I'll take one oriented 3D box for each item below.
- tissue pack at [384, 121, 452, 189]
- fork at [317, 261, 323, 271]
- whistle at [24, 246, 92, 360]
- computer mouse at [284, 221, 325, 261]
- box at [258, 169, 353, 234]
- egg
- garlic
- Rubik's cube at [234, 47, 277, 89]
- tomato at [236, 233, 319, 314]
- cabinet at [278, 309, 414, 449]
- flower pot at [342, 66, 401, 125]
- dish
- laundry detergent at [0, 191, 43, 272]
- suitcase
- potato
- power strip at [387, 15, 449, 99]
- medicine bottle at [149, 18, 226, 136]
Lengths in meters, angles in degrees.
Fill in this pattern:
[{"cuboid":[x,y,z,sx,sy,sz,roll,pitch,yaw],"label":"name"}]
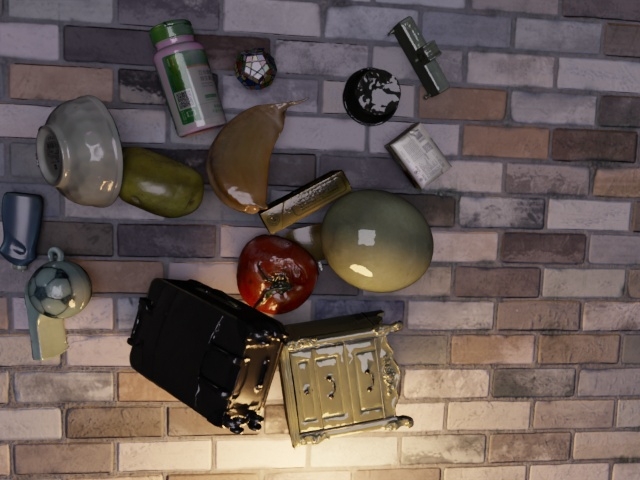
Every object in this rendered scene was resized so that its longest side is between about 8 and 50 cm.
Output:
[{"cuboid":[0.261,-0.227,1.686,0.106,0.099,0.148,-37,99,0],"label":"tissue pack"},{"cuboid":[-0.011,0.032,1.724,0.016,0.012,0.115,-17,103,-1],"label":"fork"},{"cuboid":[-0.654,0.158,1.582,0.164,0.163,0.289,-5,98,-7],"label":"whistle"},{"cuboid":[0.000,0.000,1.692,0.199,0.045,0.102,-13,105,-13],"label":"computer mouse"},{"cuboid":[-0.044,-0.103,1.630,0.240,0.159,0.071,-29,101,-5],"label":"box"},{"cuboid":[0.147,0.004,1.594,0.352,0.258,0.258,30,92,-50],"label":"egg"},{"cuboid":[-0.168,-0.228,1.602,0.196,0.151,0.338,14,73,17],"label":"garlic"},{"cuboid":[-0.167,-0.442,1.612,0.111,0.093,0.111,-1,95,-6],"label":"Rubik's cube"},{"cuboid":[-0.118,0.099,1.645,0.228,0.101,0.227,0,109,-1],"label":"tomato"},{"cuboid":[0.054,0.353,1.656,0.318,0.227,0.289,-7,95,-7],"label":"cabinet"},{"cuboid":[0.145,-0.386,1.653,0.158,0.107,0.157,-1,95,-9],"label":"flower pot"},{"cuboid":[-0.590,-0.205,1.487,0.120,0.303,0.302,-15,100,-45],"label":"dish"},{"cuboid":[-0.764,-0.019,1.596,0.097,0.061,0.206,4,96,-16],"label":"laundry detergent"},{"cuboid":[-0.274,0.259,1.535,0.434,0.194,0.283,19,94,35],"label":"suitcase"},{"cuboid":[-0.413,-0.144,1.566,0.229,0.197,0.148,13,125,-24],"label":"potato"},{"cuboid":[0.266,-0.481,1.639,0.061,0.145,0.215,-33,98,-4],"label":"power strip"},{"cuboid":[-0.338,-0.407,1.574,0.134,0.133,0.274,-19,98,-5],"label":"medicine bottle"}]
